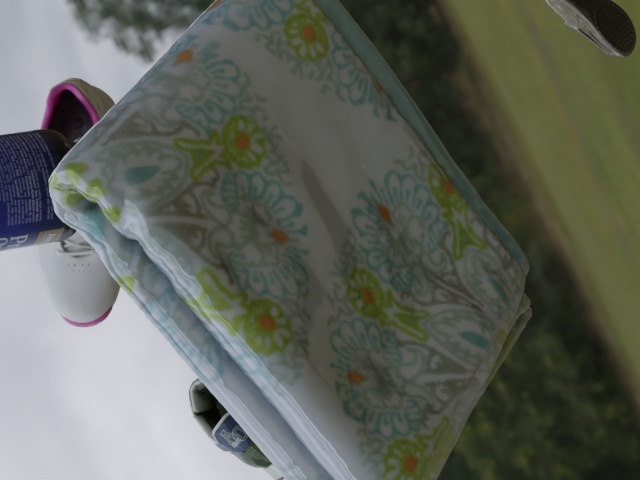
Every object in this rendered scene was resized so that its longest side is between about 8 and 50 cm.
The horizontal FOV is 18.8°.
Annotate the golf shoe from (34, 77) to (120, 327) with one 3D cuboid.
[{"bbox_3d":[-0.301,-0.050,2.330,0.140,0.115,0.306,76,-171,-80],"label":"golf shoe"}]

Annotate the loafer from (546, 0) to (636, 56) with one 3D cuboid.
[{"bbox_3d":[0.350,-0.294,2.513,0.148,0.056,0.050,44,160,-12],"label":"loafer"}]

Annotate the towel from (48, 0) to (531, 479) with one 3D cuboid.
[{"bbox_3d":[0.000,0.000,1.485,0.374,0.090,0.320,50,-138,-14],"label":"towel"}]

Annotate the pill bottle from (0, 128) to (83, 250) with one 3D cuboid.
[{"bbox_3d":[-0.323,-0.052,2.027,0.123,0.219,0.123,28,123,56],"label":"pill bottle"}]

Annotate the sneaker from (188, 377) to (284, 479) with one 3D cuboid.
[{"bbox_3d":[-0.078,0.136,1.703,0.086,0.064,0.192,29,-167,-27],"label":"sneaker"}]
